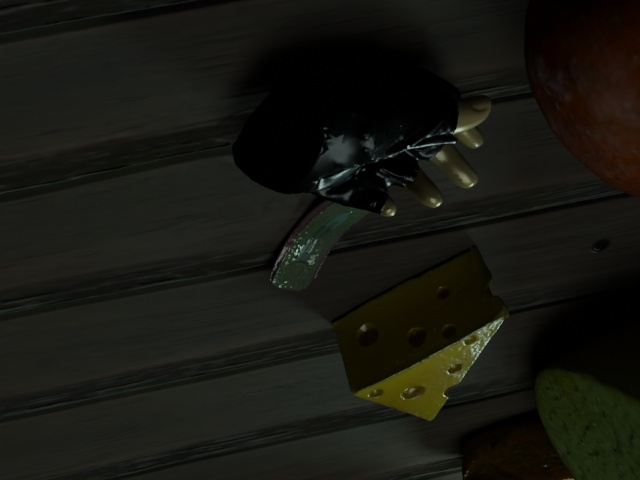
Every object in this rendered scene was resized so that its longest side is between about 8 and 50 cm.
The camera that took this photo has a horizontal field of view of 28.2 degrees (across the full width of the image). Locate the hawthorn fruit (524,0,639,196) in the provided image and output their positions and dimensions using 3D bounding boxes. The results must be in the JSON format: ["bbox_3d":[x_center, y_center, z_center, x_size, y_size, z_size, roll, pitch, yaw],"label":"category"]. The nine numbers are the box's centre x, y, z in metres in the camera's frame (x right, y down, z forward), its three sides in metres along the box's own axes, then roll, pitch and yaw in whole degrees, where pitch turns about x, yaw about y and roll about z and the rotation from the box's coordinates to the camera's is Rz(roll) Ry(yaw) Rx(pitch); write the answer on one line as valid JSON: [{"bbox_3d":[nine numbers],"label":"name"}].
[{"bbox_3d":[0.261,-0.151,0.975,0.263,0.231,0.235,22,109,6],"label":"hawthorn fruit"}]

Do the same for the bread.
[{"bbox_3d":[0.294,0.271,1.582,0.246,0.102,0.094,-11,144,-5],"label":"bread"}]

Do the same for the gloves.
[{"bbox_3d":[0.053,-0.085,1.053,0.203,0.124,0.164,-9,169,-45],"label":"gloves"}]

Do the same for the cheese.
[{"bbox_3d":[0.118,0.091,1.304,0.126,0.093,0.171,23,126,-39],"label":"cheese"}]

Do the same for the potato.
[{"bbox_3d":[0.419,0.145,1.428,0.280,0.212,0.330,-33,164,-19],"label":"potato"}]

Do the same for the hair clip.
[{"bbox_3d":[0.000,-0.001,1.204,0.054,0.022,0.137,12,133,-32],"label":"hair clip"}]
